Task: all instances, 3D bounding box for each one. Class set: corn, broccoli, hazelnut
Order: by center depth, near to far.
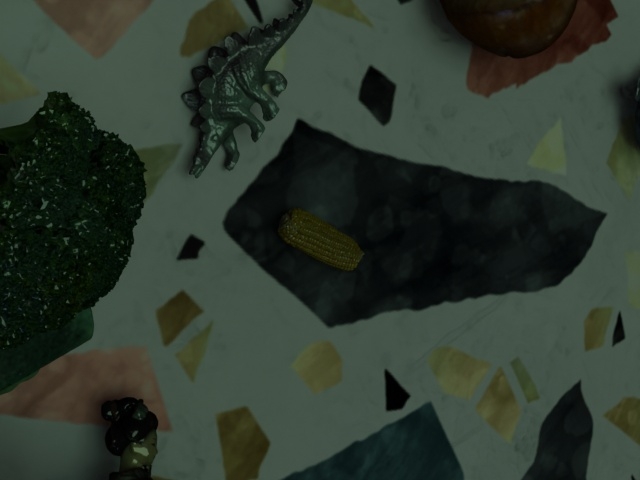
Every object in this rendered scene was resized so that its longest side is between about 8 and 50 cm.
[{"bbox_3d":[-0.199,-0.005,0.619,0.156,0.195,0.195,27,81,12],"label":"broccoli"},{"bbox_3d":[0.000,0.000,0.931,0.092,0.037,0.037,29,82,-27],"label":"corn"},{"bbox_3d":[0.189,-0.250,0.951,0.150,0.150,0.150,-4,98,-29],"label":"hazelnut"}]

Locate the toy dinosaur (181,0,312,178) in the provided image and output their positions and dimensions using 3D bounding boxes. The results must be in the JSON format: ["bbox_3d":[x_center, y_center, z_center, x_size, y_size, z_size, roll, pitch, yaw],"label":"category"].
[{"bbox_3d":[-0.062,-0.147,0.876,0.082,0.039,0.209,39,77,-25],"label":"toy dinosaur"}]

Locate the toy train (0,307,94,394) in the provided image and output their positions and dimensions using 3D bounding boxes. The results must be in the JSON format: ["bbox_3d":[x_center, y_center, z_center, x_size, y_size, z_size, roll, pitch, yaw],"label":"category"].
[{"bbox_3d":[-0.329,-0.006,0.686,0.253,0.160,0.397,-32,112,-31],"label":"toy train"}]

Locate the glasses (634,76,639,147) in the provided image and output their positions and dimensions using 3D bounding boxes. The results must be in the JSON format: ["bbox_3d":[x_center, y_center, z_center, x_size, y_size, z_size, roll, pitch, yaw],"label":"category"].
[{"bbox_3d":[0.497,-0.148,1.065,0.234,0.268,0.118,-36,131,-23],"label":"glasses"}]

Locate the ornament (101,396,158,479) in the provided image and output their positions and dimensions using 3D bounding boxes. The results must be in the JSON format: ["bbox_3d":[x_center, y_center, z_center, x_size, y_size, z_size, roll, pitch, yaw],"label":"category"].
[{"bbox_3d":[-0.144,0.231,0.836,0.153,0.166,0.196,8,78,-31],"label":"ornament"}]
